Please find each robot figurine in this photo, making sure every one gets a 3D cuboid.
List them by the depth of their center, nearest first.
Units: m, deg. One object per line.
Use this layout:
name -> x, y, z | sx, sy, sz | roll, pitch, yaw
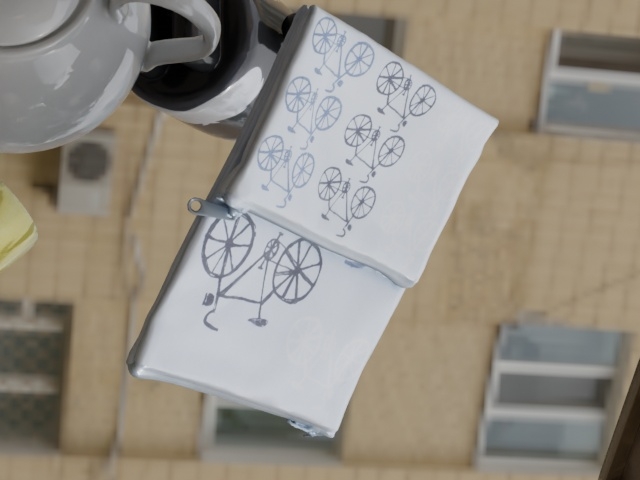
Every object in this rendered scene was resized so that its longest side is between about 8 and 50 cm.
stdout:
robot figurine -> -0.113, -0.207, 1.969 | 0.174, 0.209, 0.278 | -55, 156, 5

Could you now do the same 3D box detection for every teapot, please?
teapot -> -0.252, -0.202, 1.510 | 0.252, 0.256, 0.187 | 57, -15, 10

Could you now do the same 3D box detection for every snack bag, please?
snack bag -> 0.000, 0.000, 1.563 | 0.037, 0.323, 0.343 | 29, -88, 36

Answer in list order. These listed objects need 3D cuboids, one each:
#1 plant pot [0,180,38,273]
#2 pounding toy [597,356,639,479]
plant pot -> -0.298, -0.005, 1.392 | 0.095, 0.134, 0.134 | -54, 180, -23
pounding toy -> 0.216, 0.115, 0.962 | 0.141, 0.100, 0.130 | -99, -166, -47
